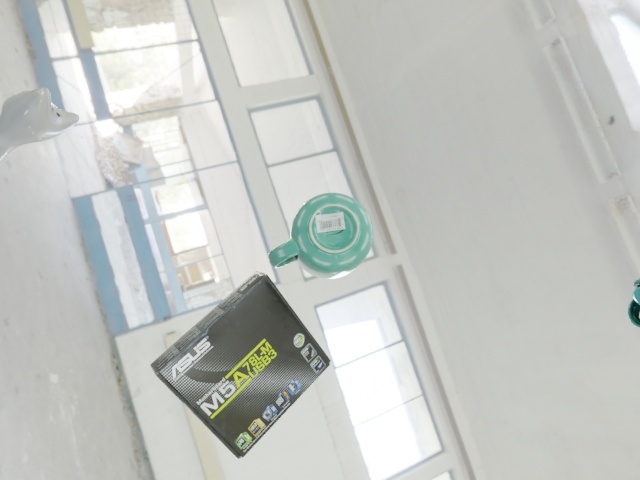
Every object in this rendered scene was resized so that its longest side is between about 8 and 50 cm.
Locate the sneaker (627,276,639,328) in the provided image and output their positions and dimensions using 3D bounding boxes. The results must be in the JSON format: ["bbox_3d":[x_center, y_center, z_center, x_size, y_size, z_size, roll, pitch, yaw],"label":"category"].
[{"bbox_3d":[0.313,0.056,0.369,0.107,0.109,0.275,-107,180,-65],"label":"sneaker"}]

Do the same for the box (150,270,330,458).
[{"bbox_3d":[-0.102,0.173,0.618,0.045,0.190,0.184,11,-42,57],"label":"box"}]

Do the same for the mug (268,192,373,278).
[{"bbox_3d":[0.010,0.002,0.682,0.129,0.158,0.097,35,-11,4],"label":"mug"}]

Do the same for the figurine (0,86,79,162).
[{"bbox_3d":[-0.399,-0.122,0.464,0.092,0.209,0.215,56,1,11],"label":"figurine"}]
